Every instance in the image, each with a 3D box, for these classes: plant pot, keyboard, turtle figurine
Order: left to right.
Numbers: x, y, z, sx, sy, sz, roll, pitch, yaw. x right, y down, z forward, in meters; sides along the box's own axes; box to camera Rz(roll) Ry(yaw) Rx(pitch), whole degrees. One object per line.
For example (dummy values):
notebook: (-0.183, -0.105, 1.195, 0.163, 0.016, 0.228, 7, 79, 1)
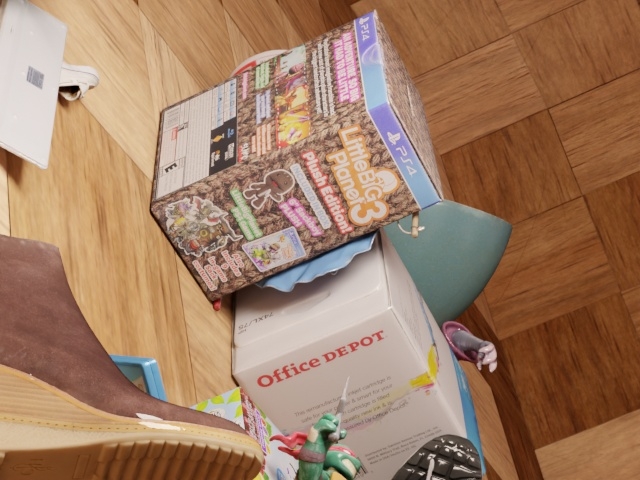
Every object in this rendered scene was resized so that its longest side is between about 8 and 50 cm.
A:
keyboard: (-0.271, -0.153, 1.327, 0.072, 0.014, 0.256, 36, 26, -27)
turtle figurine: (0.019, 0.251, 1.302, 0.175, 0.118, 0.234, 42, 40, -27)
plant pot: (0.132, 0.039, 2.225, 0.290, 0.290, 0.195, 27, 76, -71)

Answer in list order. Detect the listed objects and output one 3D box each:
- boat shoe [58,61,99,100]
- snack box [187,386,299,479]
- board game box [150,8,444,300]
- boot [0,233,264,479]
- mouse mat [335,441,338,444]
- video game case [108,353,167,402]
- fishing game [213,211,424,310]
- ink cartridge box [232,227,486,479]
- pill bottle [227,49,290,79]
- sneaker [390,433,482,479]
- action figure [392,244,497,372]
boat shoe: (-0.248, -0.154, 1.434, 0.100, 0.035, 0.035, 7, 67, -72)
snack box: (-0.055, 0.272, 1.380, 0.174, 0.070, 0.207, 55, 19, -45)
board game box: (-0.029, -0.100, 1.651, 0.141, 0.291, 0.232, 59, 15, -31)
boot: (-0.166, 0.077, 0.996, 0.248, 0.090, 0.207, 10, 42, -27)
mouse mat: (0.002, 0.293, 1.470, 0.190, 0.007, 0.153, 109, -22, -43)
video game case: (-0.137, 0.169, 1.106, 0.119, 0.015, 0.166, -3, -77, 57)
fishing game: (0.000, 0.000, 1.659, 0.041, 0.264, 0.189, 59, 16, -28)
ink cartridge box: (0.043, 0.157, 1.705, 0.197, 0.198, 0.270, -94, 157, -58)
pill bottle: (-0.038, -0.109, 1.919, 0.161, 0.161, 0.283, 55, 15, -43)
sneaker: (0.109, 0.351, 1.656, 0.124, 0.107, 0.283, -6, 114, -83)
action figure: (0.081, 0.170, 1.997, 0.275, 0.248, 0.370, 41, -9, 45)
